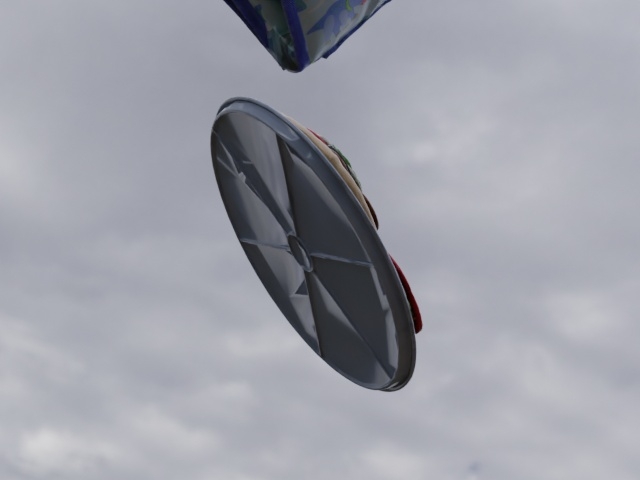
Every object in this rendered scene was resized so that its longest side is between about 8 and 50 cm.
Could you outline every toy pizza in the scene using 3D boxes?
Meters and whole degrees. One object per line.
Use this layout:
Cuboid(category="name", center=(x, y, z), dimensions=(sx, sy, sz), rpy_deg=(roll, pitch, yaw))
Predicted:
Cuboid(category="toy pizza", center=(0.000, 0.000, 0.876), dimensions=(0.201, 0.032, 0.201), rpy_deg=(48, -23, 28))

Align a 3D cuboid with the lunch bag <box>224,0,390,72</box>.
Cuboid(category="lunch bag", center=(0.000, -0.173, 0.674), dimensions=(0.096, 0.129, 0.151), rpy_deg=(21, -34, 54))
